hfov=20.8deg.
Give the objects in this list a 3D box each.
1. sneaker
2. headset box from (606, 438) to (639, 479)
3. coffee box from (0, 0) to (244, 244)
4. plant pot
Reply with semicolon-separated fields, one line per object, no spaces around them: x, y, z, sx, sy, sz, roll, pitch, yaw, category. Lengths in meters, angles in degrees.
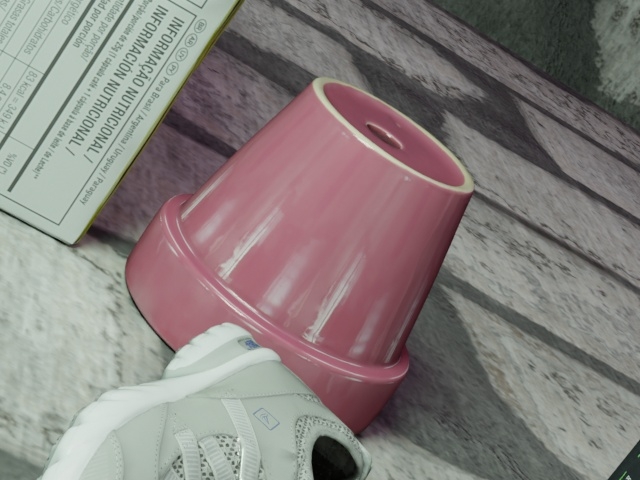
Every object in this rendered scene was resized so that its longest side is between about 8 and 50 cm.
-0.054;0.122;0.784;0.115;0.105;0.281;29;29;10;sneaker
0.224;0.205;0.854;0.131;0.283;0.246;29;19;-20;headset box
-0.218;-0.265;1.189;0.334;0.338;0.337;29;19;-19;coffee box
0.000;0.000;1.160;0.201;0.180;0.201;32;18;-12;plant pot
